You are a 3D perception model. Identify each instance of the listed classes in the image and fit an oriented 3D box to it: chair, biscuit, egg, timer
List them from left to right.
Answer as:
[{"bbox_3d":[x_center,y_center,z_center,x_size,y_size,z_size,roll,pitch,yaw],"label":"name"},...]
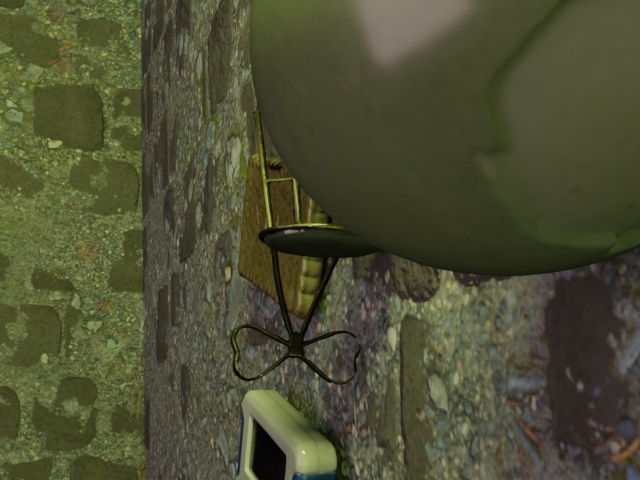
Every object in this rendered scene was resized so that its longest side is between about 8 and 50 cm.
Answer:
[{"bbox_3d":[-0.060,-0.018,1.185,0.325,0.044,0.217,-159,73,-67],"label":"biscuit"},{"bbox_3d":[-0.047,0.325,1.090,0.253,0.078,0.178,-157,72,-66],"label":"timer"},{"bbox_3d":[0.000,0.000,0.888,0.170,0.160,0.325,158,115,-68],"label":"chair"},{"bbox_3d":[0.108,-0.117,0.436,0.336,0.278,0.278,-167,79,-69],"label":"egg"}]
